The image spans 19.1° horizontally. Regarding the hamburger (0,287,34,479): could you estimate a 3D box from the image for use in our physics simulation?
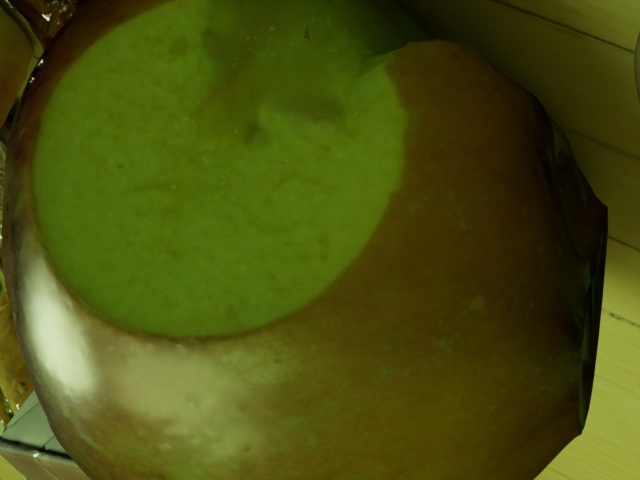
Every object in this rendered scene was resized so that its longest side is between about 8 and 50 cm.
[{"bbox_3d":[-0.218,0.184,1.900,0.330,0.209,0.162,32,157,7],"label":"hamburger"}]

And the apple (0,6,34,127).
[{"bbox_3d":[-0.424,-0.138,1.525,0.309,0.314,0.252,32,-164,-25],"label":"apple"}]

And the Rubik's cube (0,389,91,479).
[{"bbox_3d":[-0.106,0.172,1.695,0.224,0.231,0.221,47,156,-26],"label":"Rubik's cube"}]

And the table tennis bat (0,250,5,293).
[{"bbox_3d":[-0.394,-0.031,1.954,0.198,0.050,0.321,34,161,10],"label":"table tennis bat"}]

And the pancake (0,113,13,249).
[{"bbox_3d":[-0.275,-0.044,1.732,0.250,0.031,0.250,36,154,21],"label":"pancake"}]

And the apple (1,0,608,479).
[{"bbox_3d":[0.000,0.000,1.144,0.374,0.374,0.384,10,109,46],"label":"apple"}]

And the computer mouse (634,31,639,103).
[{"bbox_3d":[0.261,-0.049,0.950,0.236,0.082,0.145,23,153,30],"label":"computer mouse"}]

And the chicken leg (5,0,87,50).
[{"bbox_3d":[-0.188,-0.156,1.381,0.304,0.093,0.113,38,168,8],"label":"chicken leg"}]
